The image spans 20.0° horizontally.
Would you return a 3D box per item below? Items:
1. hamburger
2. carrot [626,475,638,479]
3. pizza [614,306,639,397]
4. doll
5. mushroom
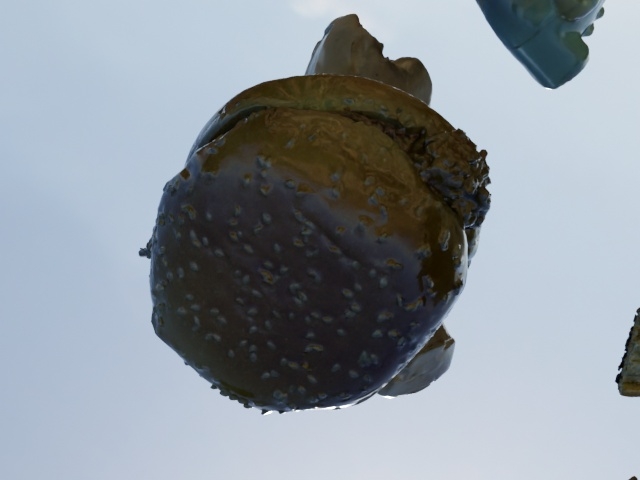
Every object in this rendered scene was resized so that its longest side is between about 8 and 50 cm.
[{"bbox_3d":[0.000,0.000,1.075,0.189,0.215,0.122,35,-150,-13],"label":"hamburger"},{"bbox_3d":[0.332,0.411,2.308,0.102,0.263,0.102,34,175,3],"label":"carrot"},{"bbox_3d":[0.367,0.102,1.825,0.036,0.160,0.099,-120,7,-74],"label":"pizza"},{"bbox_3d":[0.282,-0.306,1.870,0.161,0.260,0.177,45,-161,-27],"label":"doll"},{"bbox_3d":[0.036,-0.027,1.274,0.096,0.278,0.099,0,162,-17],"label":"mushroom"}]
